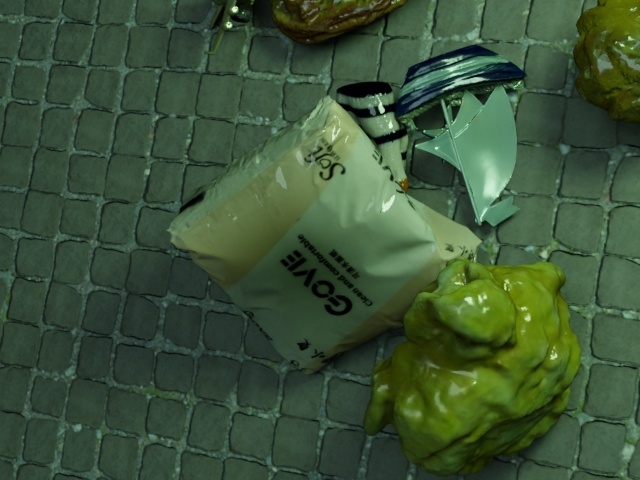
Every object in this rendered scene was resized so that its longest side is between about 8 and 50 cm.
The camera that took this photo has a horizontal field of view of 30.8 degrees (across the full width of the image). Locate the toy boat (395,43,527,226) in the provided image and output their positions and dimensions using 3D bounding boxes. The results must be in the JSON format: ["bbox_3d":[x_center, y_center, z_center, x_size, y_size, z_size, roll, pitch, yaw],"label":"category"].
[{"bbox_3d":[0.222,-0.173,1.857,0.210,0.070,0.291,5,86,-5],"label":"toy boat"}]

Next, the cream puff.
[{"bbox_3d":[0.495,-0.276,1.721,0.244,0.196,0.244,-3,82,19],"label":"cream puff"}]

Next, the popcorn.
[{"bbox_3d":[0.228,0.190,1.702,0.294,0.292,0.334,14,105,8],"label":"popcorn"}]

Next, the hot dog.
[{"bbox_3d":[0.030,-0.443,1.971,0.272,0.122,0.196,-19,85,16],"label":"hot dog"}]

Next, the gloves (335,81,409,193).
[{"bbox_3d":[0.083,-0.143,1.918,0.140,0.131,0.218,-2,112,19],"label":"gloves"}]

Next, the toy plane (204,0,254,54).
[{"bbox_3d":[-0.145,-0.433,2.008,0.244,0.092,0.229,8,83,64],"label":"toy plane"}]

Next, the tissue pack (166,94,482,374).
[{"bbox_3d":[0.000,0.000,1.831,0.390,0.195,0.375,-36,109,24],"label":"tissue pack"}]
